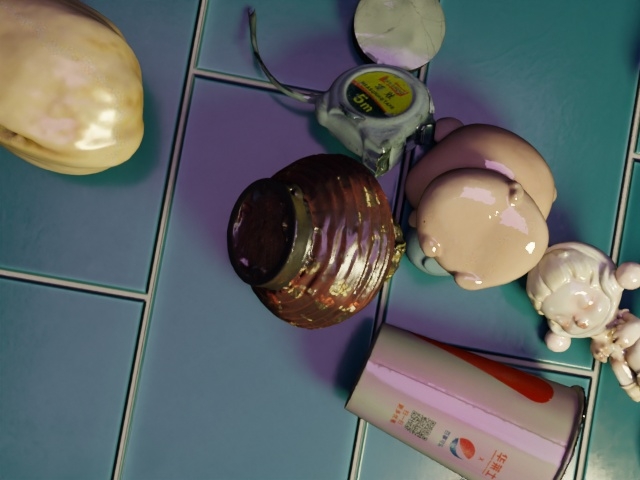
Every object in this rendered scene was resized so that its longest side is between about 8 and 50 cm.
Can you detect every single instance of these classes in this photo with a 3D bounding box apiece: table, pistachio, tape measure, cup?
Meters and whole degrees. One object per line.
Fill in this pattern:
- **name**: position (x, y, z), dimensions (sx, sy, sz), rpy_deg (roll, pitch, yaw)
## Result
- **table**: position (0.112, -0.309, 1.359), dimensions (0.133, 0.043, 0.133), rpy_deg (0, 88, -5)
- **pistachio**: position (-0.364, -0.217, 1.228), dimensions (0.321, 0.229, 0.238), rpy_deg (41, 42, 10)
- **tape measure**: position (0.023, -0.226, 1.330), dimensions (0.164, 0.084, 0.330), rpy_deg (-28, 58, -28)
- **cup**: position (0.191, 0.230, 1.288), dimensions (0.288, 0.203, 0.203), rpy_deg (24, 86, 2)

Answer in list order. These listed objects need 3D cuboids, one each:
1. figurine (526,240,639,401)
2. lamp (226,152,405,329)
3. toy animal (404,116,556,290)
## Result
- **figurine**: position (0.397, 0.088, 1.318), dimensions (0.257, 0.182, 0.144), rpy_deg (43, 70, 0)
- **lamp**: position (0.000, 0.000, 1.256), dimensions (0.247, 0.247, 0.247), rpy_deg (0, 88, -5)
- **toy animal**: position (0.216, -0.051, 1.270), dimensions (0.210, 0.221, 0.229), rpy_deg (37, 86, -6)
